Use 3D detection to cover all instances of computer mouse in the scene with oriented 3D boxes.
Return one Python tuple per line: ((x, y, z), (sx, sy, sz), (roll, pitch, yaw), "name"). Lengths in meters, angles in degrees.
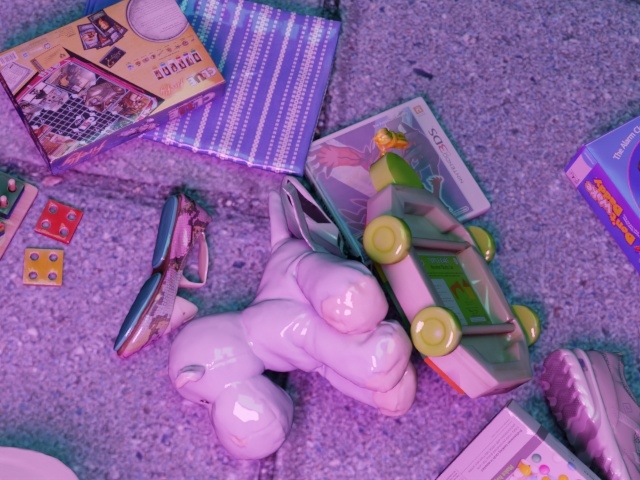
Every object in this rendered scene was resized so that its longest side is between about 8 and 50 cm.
((0.000, 0.000, 1.575), (0.042, 0.106, 0.193), (-36, 66, -11), "computer mouse")

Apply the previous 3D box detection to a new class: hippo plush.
((-0.052, 0.117, 1.425), (0.236, 0.234, 0.294), (-33, 94, -12), "hippo plush")

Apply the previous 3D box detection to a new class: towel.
((-0.157, -0.228, 1.652), (0.336, 0.040, 0.243), (15, 65, 0), "towel")

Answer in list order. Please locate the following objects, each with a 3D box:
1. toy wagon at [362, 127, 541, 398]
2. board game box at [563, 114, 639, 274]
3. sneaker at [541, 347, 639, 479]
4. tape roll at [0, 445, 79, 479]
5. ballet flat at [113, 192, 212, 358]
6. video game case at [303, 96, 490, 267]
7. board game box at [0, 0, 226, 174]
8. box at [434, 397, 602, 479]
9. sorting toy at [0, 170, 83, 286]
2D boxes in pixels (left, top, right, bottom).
((0.139, 0.024, 1.516), (0.068, 0.267, 0.344), (-35, 71, 24), "toy wagon")
((0.540, -0.092, 1.722), (0.347, 0.078, 0.233), (-27, 75, -21), "board game box")
((0.367, 0.254, 1.523), (0.115, 0.105, 0.281), (-8, 72, -22), "sneaker")
((-0.352, 0.308, 1.190), (0.286, 0.286, 0.100), (-15, 113, -17), "tape roll")
((-0.178, 0.049, 1.526), (0.079, 0.077, 0.221), (27, 62, -21), "ballet flat")
((0.094, -0.078, 1.657), (0.201, 0.023, 0.183), (-25, 74, -20), "video game case")
((-0.264, -0.205, 1.591), (0.243, 0.042, 0.165), (-27, 75, -16), "board game box")
((0.242, 0.297, 1.464), (0.186, 0.145, 0.038), (42, 25, 7), "box")
((-0.420, -0.037, 1.523), (0.274, 0.046, 0.132), (25, 65, -1), "sorting toy")
